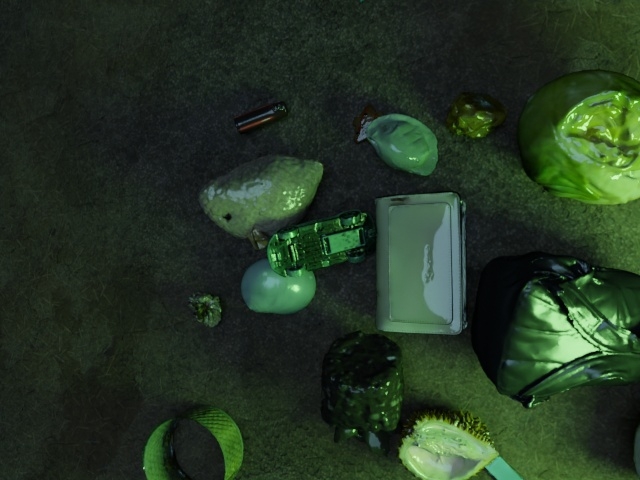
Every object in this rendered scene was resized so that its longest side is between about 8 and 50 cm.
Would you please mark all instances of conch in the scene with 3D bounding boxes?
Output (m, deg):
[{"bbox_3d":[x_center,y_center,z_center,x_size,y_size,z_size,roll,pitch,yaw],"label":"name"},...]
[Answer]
[{"bbox_3d":[-0.125,0.141,1.399,0.220,0.121,0.185,-12,115,9],"label":"conch"}]

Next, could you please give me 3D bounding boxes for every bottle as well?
[{"bbox_3d":[-0.176,-0.374,1.447,0.164,0.060,0.060,-17,84,13],"label":"bottle"}]

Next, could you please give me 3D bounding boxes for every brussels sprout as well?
[{"bbox_3d":[0.619,-0.228,1.113,0.268,0.344,0.344,-44,78,-4],"label":"brussels sprout"}]

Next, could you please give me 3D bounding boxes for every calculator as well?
[{"bbox_3d":[0.468,0.600,1.265,0.172,0.018,0.057,43,100,12],"label":"calculator"}]

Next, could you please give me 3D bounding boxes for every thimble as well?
[{"bbox_3d":[-0.372,0.634,1.417,0.270,0.150,0.271,-1,88,14],"label":"thimble"}]

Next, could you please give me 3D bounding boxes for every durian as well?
[{"bbox_3d":[0.315,0.523,1.246,0.249,0.138,0.183,1,121,4],"label":"durian"}]

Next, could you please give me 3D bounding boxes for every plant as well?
[{"bbox_3d":[0.116,0.415,1.276,0.215,0.213,0.313,2,126,17],"label":"plant"},{"bbox_3d":[-0.360,0.215,1.448,0.116,0.122,0.105,16,103,8],"label":"plant"}]

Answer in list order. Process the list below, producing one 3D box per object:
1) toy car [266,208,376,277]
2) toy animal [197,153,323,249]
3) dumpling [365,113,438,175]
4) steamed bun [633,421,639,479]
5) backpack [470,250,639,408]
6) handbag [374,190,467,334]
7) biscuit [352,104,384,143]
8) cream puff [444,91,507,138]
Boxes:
[{"bbox_3d":[0.000,0.000,1.333,0.305,0.125,0.136,-14,112,-5],"label":"toy car"},{"bbox_3d":[-0.148,-0.122,1.365,0.358,0.188,0.227,-21,113,1],"label":"toy animal"},{"bbox_3d":[0.224,-0.260,1.327,0.219,0.153,0.108,38,141,-5],"label":"dumpling"},{"bbox_3d":[0.880,0.487,1.036,0.309,0.309,0.310,-1,88,15],"label":"steamed bun"},{"bbox_3d":[0.593,0.203,1.110,0.445,0.255,0.364,0,108,-7],"label":"backpack"},{"bbox_3d":[0.262,0.061,1.269,0.236,0.160,0.359,-1,87,20],"label":"handbag"},{"bbox_3d":[0.155,-0.328,1.379,0.129,0.019,0.120,18,93,14],"label":"biscuit"},{"bbox_3d":[0.406,-0.321,1.269,0.146,0.146,0.116,31,135,14],"label":"cream puff"}]
